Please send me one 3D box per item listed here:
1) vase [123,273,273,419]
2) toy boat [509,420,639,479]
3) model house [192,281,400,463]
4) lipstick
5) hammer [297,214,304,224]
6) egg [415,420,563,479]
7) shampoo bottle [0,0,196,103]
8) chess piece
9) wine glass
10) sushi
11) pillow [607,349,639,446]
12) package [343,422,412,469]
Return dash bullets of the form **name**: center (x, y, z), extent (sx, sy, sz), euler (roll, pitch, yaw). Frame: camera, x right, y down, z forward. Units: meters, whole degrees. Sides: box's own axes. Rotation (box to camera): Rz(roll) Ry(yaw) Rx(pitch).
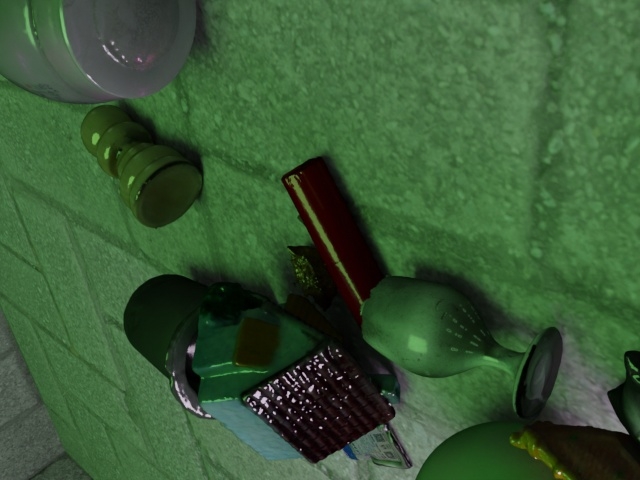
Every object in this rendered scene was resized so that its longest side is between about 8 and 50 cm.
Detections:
- **vase**: center (-0.236, 0.174, 1.369), extent (0.291, 0.245, 0.245), euler (20, 132, 52)
- **toy boat**: center (0.364, 0.287, 0.784), extent (0.318, 0.141, 0.099), euler (35, 117, 3)
- **model house**: center (-0.021, 0.191, 1.121), extent (0.248, 0.230, 0.280), euler (-12, 140, 20)
- **lipstick**: center (0.034, 0.015, 1.025), extent (0.073, 0.073, 0.280), euler (-13, 108, 54)
- **hammer**: center (0.000, 0.000, 1.100), extent (0.110, 0.019, 0.035), euler (45, 144, 20)
- **egg**: center (0.231, 0.349, 0.926), extent (0.220, 0.220, 0.270), euler (42, 138, 20)
- **shampoo bottle**: center (-0.340, -0.331, 1.016), extent (0.266, 0.273, 0.273), euler (14, 128, 33)
- **chess piece**: center (-0.341, -0.155, 1.303), extent (0.261, 0.142, 0.143), euler (45, 145, 28)
- **wine glass**: center (0.171, 0.125, 0.902), extent (0.241, 0.126, 0.126), euler (19, 132, 38)
- **sushi**: center (-0.014, 0.056, 1.125), extent (0.118, 0.060, 0.061), euler (54, 150, 5)
- **pillow**: center (0.397, 0.207, 0.699), extent (0.250, 0.106, 0.186), euler (40, 171, 25)
- **package**: center (0.068, 0.334, 1.283), extent (0.173, 0.027, 0.171), euler (-11, 112, 53)
